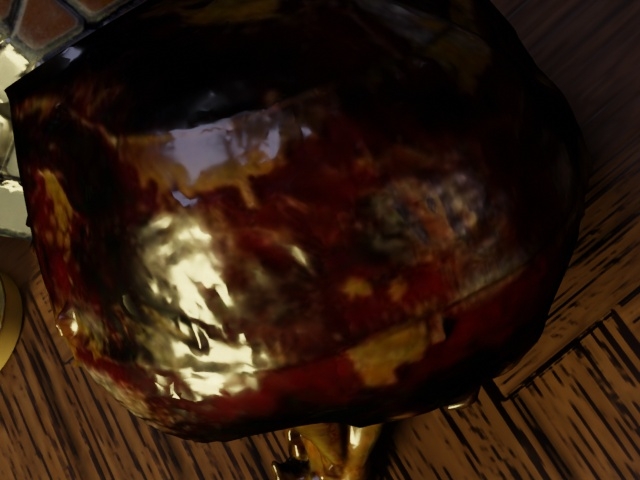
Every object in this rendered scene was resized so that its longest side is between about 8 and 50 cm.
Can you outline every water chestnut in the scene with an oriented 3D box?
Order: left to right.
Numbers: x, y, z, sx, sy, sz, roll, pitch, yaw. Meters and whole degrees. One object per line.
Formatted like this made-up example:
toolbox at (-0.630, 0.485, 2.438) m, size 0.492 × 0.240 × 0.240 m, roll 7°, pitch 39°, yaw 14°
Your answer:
water chestnut at (0.000, 0.000, 0.959) m, size 0.335 × 0.346 × 0.335 m, roll -16°, pitch 18°, yaw 6°

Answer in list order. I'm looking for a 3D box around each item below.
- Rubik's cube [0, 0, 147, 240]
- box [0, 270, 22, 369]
Rubik's cube at (-0.209, -0.148, 1.163) m, size 0.264 × 0.319 × 0.319 m, roll 41°, pitch 94°, yaw 14°
box at (-0.268, 0.062, 1.249) m, size 0.106 × 0.037 × 0.105 m, roll -16°, pitch 59°, yaw 29°
